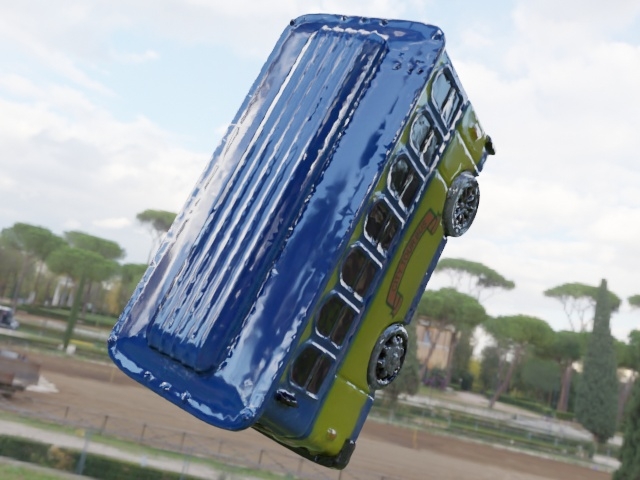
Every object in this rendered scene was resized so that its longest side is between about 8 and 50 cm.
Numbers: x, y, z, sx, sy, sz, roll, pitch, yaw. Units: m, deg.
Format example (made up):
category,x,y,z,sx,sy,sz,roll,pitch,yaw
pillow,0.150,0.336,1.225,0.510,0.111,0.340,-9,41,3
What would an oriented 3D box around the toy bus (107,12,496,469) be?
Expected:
category,x,y,z,sx,sy,sz,roll,pitch,yaw
toy bus,0.000,0.000,0.500,0.138,0.288,0.175,18,-16,35
